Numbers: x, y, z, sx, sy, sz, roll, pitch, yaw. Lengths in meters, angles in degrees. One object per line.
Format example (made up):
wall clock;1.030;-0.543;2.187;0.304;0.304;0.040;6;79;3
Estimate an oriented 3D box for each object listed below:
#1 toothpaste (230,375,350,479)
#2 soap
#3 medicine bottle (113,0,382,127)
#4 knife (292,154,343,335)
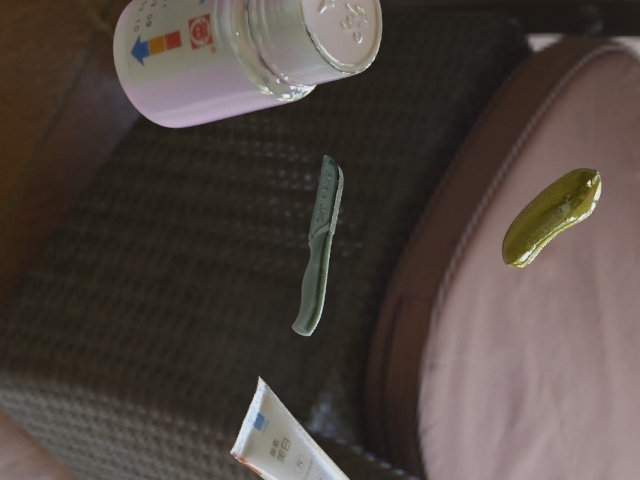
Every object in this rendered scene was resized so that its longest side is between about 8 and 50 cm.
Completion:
toothpaste;0.001;0.147;0.831;0.190;0.031;0.048;52;50;-44
soap;0.243;-0.026;1.505;0.045;0.140;0.089;44;37;-4
medicine bottle;-0.074;-0.204;1.415;0.152;0.254;0.152;15;71;-50
knife;0.000;0.000;1.336;0.015;0.028;0.210;41;45;-37
